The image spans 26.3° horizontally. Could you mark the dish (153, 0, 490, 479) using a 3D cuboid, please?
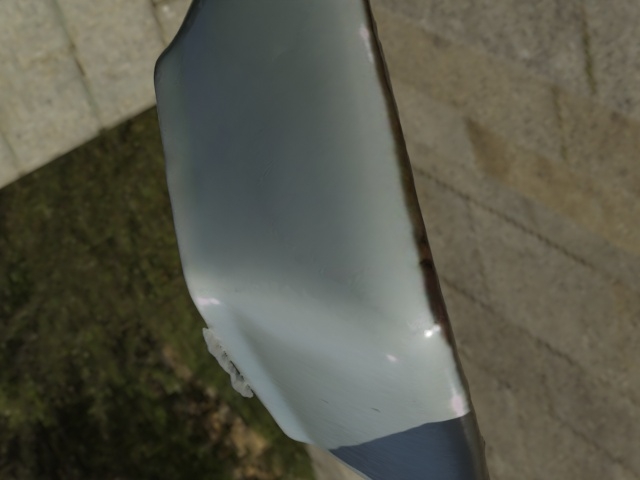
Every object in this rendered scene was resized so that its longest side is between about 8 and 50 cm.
[{"bbox_3d":[0.000,0.000,0.475,0.243,0.080,0.182,66,-169,-64],"label":"dish"}]
